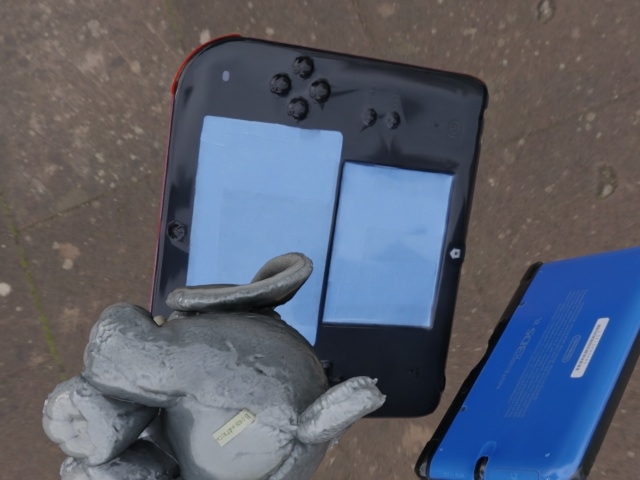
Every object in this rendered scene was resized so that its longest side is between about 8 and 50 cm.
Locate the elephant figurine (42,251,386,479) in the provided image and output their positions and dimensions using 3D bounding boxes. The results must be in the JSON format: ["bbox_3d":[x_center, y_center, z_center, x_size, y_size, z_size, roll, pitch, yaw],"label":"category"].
[{"bbox_3d":[-0.060,0.081,0.544,0.186,0.239,0.169,28,108,5],"label":"elephant figurine"}]

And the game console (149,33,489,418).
[{"bbox_3d":[0.000,0.000,0.855,0.342,0.060,0.386,5,99,-17],"label":"game console"}]

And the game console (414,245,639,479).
[{"bbox_3d":[0.236,0.171,0.825,0.173,0.250,0.293,50,56,-19],"label":"game console"}]
